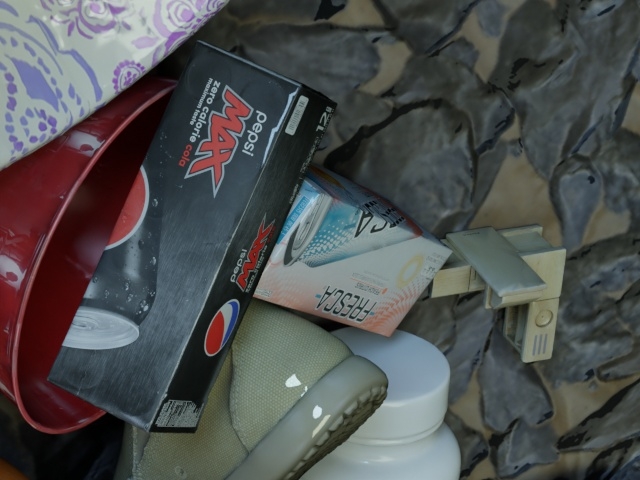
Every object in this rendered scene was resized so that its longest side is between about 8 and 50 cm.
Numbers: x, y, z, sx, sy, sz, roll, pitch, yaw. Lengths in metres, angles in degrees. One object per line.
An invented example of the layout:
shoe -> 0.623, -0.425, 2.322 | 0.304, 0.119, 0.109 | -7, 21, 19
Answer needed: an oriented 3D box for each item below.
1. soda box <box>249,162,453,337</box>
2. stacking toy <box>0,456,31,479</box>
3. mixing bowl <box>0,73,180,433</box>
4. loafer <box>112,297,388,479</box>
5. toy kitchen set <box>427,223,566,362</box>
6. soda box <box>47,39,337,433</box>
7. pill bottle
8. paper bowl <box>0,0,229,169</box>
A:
soda box -> 0.000, 0.000, 0.988 | 0.063, 0.058, 0.183 | -54, 156, 7
stacking toy -> -0.077, 0.284, 0.861 | 0.350, 0.480, 0.350 | -45, 143, -50
mixing bowl -> -0.127, -0.010, 0.927 | 0.181, 0.098, 0.181 | -52, 158, -32
loafer -> -0.062, 0.111, 1.022 | 0.102, 0.092, 0.268 | -27, 166, -46
toy kitchen set -> 0.099, 0.042, 1.104 | 0.083, 0.068, 0.075 | -8, 121, -21
soda box -> -0.057, 0.000, 0.880 | 0.169, 0.060, 0.053 | -66, 161, 3
pill bottle -> 0.023, 0.145, 1.103 | 0.108, 0.108, 0.180 | -7, 120, -22
paper bowl -> -0.119, -0.151, 0.727 | 0.284, 0.284, 0.148 | -40, 83, 0
